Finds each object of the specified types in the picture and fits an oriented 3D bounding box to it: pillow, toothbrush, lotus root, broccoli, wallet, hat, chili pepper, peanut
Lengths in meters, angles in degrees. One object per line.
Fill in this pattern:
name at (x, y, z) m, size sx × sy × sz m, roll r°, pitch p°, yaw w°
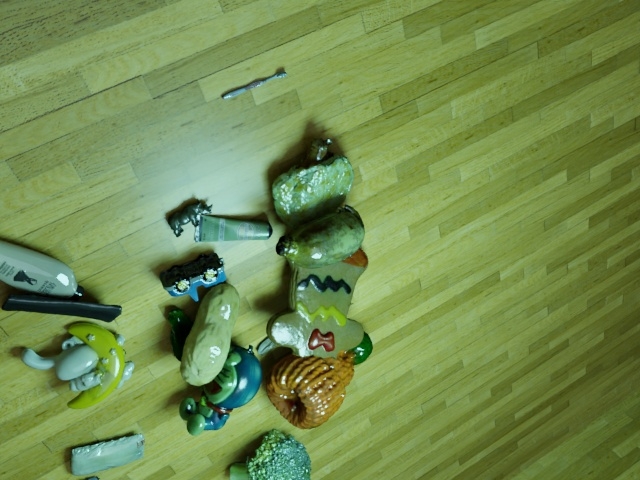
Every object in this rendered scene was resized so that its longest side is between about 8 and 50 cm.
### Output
pillow at (-0.691, 0.697, 1.731) m, size 0.229 × 0.051 × 0.128 m, roll -7°, pitch 126°, yaw -23°
toothbrush at (-0.178, -0.419, 1.437) m, size 0.193 × 0.019 × 0.013 m, roll -25°, pitch 125°, yaw -13°
lotus root at (0.000, 0.000, 1.595) m, size 0.309 × 0.173 × 0.173 m, roll -21°, pitch 124°, yaw -32°
broccoli at (-0.165, 0.850, 2.003) m, size 0.249 × 0.302 × 0.375 m, roll -64°, pitch 156°, yaw -12°
wallet at (-0.689, 0.183, 1.426) m, size 0.285 × 0.030 × 0.146 m, roll 12°, pitch 153°, yaw -33°
lotus root at (-0.183, 0.361, 1.838) m, size 0.083 × 0.030 × 0.037 m, roll -38°, pitch 158°, yaw -1°
hat at (-0.004, 0.447, 1.889) m, size 0.400 × 0.285 × 0.285 m, roll -48°, pitch 135°, yaw -39°
chili pepper at (-0.426, 0.300, 1.658) m, size 0.108 × 0.062 × 0.216 m, roll -25°, pitch 122°, yaw -15°
peanut at (-0.326, 0.282, 1.604) m, size 0.147 × 0.147 × 0.319 m, roll 28°, pitch 76°, yaw -36°

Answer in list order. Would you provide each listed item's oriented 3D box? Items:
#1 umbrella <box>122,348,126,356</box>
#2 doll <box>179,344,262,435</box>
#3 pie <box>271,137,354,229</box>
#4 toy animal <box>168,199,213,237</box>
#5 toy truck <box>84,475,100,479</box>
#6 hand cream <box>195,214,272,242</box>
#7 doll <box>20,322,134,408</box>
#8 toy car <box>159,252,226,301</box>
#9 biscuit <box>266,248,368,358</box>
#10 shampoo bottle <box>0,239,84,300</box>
umbrella at (-0.645, 0.373, 1.595) m, size 0.133 × 0.031 × 0.036 m, roll -38°, pitch 169°, yaw -8°
doll at (-0.310, 0.473, 1.724) m, size 0.186 × 0.198 × 0.322 m, roll 28°, pitch 100°, yaw -41°
pie at (-0.014, -0.154, 1.614) m, size 0.274 × 0.105 × 0.257 m, roll -46°, pitch 138°, yaw 3°
toy animal at (-0.365, -0.069, 1.503) m, size 0.135 × 0.047 × 0.065 m, roll -29°, pitch 114°, yaw -5°
toy truck at (-0.716, 0.896, 1.789) m, size 0.124 × 0.114 × 0.253 m, roll -42°, pitch 127°, yaw 11°
hand cream at (-0.253, -0.030, 1.585) m, size 0.235 × 0.055 × 0.086 m, roll 2°, pitch 110°, yaw -20°
doll at (-0.675, 0.351, 1.519) m, size 0.252 × 0.111 × 0.237 m, roll -30°, pitch 105°, yaw -15°
toy car at (-0.368, 0.114, 1.567) m, size 0.191 × 0.097 × 0.100 m, roll -20°, pitch 124°, yaw -17°
biscuit at (0.019, 0.191, 1.740) m, size 0.368 × 0.076 × 0.394 m, roll 16°, pitch 83°, yaw -32°
shampoo bottle at (-0.733, 0.088, 1.369) m, size 0.127 × 0.078 × 0.257 m, roll -46°, pitch 131°, yaw 10°
